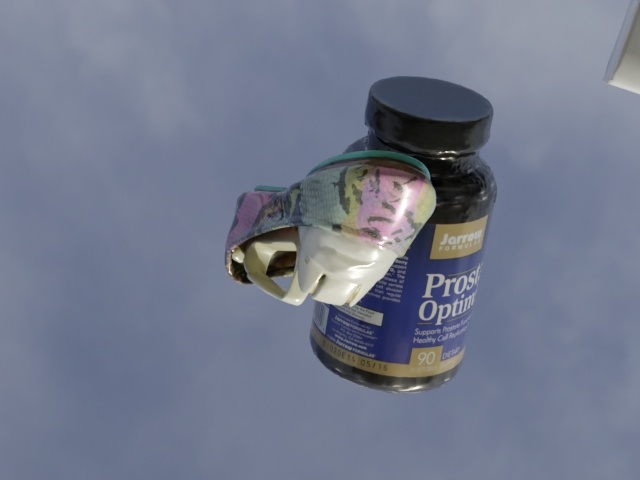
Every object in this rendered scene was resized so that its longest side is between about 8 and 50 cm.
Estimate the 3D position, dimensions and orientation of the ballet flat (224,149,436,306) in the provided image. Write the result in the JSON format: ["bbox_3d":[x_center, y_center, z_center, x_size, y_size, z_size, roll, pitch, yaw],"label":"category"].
[{"bbox_3d":[0.000,0.000,1.080,0.077,0.221,0.079,23,-103,-21],"label":"ballet flat"}]

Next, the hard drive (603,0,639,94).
[{"bbox_3d":[0.353,-0.142,1.084,0.319,0.040,0.210,18,-83,-2],"label":"hard drive"}]

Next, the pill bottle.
[{"bbox_3d":[0.065,-0.006,1.391,0.123,0.219,0.123,7,-155,-4],"label":"pill bottle"}]
